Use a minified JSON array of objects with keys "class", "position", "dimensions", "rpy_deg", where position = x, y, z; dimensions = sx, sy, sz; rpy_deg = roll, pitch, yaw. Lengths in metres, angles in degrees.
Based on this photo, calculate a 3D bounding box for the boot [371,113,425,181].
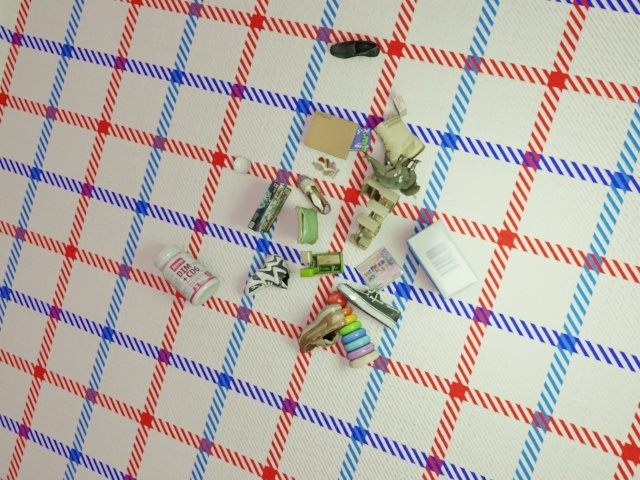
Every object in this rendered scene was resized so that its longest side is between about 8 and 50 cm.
[{"class":"boot","position":[0.282,-0.389,1.808],"dimensions":[0.262,0.095,0.203],"rpy_deg":[-38,82,8]}]

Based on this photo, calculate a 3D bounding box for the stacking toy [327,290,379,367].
[{"class":"stacking toy","position":[0.125,0.368,1.823],"dimensions":[0.141,0.141,0.330],"rpy_deg":[-26,80,11]}]

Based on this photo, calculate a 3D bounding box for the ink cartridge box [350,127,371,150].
[{"class":"ink cartridge box","position":[0.117,-0.445,1.871],"dimensions":[0.207,0.046,0.097],"rpy_deg":[4,92,12]}]

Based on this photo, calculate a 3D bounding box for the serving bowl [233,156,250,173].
[{"class":"serving bowl","position":[-0.362,-0.350,1.987],"dimensions":[0.084,0.027,0.083],"rpy_deg":[0,90,13]}]

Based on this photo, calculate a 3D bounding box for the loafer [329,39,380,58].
[{"class":"loafer","position":[0.147,-0.839,1.851],"dimensions":[0.224,0.078,0.076],"rpy_deg":[6,90,13]}]

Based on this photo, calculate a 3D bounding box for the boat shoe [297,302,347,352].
[{"class":"boat shoe","position":[0.006,0.396,1.792],"dimensions":[0.116,0.123,0.324],"rpy_deg":[56,136,26]}]

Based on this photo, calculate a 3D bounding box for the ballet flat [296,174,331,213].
[{"class":"ballet flat","position":[-0.033,-0.207,1.886],"dimensions":[0.077,0.079,0.221],"rpy_deg":[-38,82,11]}]

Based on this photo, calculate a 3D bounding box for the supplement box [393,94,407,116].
[{"class":"supplement box","position":[0.337,-0.565,1.795],"dimensions":[0.036,0.098,0.062],"rpy_deg":[-26,84,11]}]

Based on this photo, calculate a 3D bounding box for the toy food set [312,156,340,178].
[{"class":"toy food set","position":[0.031,-0.330,1.905],"dimensions":[0.122,0.019,0.078],"rpy_deg":[44,98,17]}]

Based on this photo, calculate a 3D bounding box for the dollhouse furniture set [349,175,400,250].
[{"class":"dollhouse furniture set","position":[0.194,-0.119,1.773],"dimensions":[0.161,0.212,0.242],"rpy_deg":[34,70,9]}]

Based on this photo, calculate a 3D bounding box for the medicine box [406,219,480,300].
[{"class":"medicine box","position":[0.466,0.073,1.663],"dimensions":[0.149,0.289,0.263],"rpy_deg":[-33,83,8]}]

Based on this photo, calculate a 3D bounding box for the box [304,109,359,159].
[{"class":"box","position":[0.046,-0.459,1.851],"dimensions":[0.201,0.021,0.164],"rpy_deg":[21,96,11]}]

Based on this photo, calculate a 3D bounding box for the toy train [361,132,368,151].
[{"class":"toy train","position":[0.190,-0.419,1.823],"dimensions":[0.024,0.017,0.083],"rpy_deg":[7,93,2]}]

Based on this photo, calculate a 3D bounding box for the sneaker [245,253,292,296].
[{"class":"sneaker","position":[-0.223,0.194,1.916],"dimensions":[0.153,0.094,0.235],"rpy_deg":[42,88,18]}]

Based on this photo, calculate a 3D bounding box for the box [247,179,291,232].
[{"class":"box","position":[-0.223,-0.145,1.886],"dimensions":[0.044,0.159,0.233],"rpy_deg":[31,96,13]}]

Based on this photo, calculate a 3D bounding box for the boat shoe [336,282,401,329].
[{"class":"boat shoe","position":[0.209,0.251,1.786],"dimensions":[0.306,0.113,0.104],"rpy_deg":[35,79,-6]}]

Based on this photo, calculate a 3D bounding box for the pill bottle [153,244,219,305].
[{"class":"pill bottle","position":[-0.623,0.157,1.973],"dimensions":[0.283,0.160,0.160],"rpy_deg":[39,98,10]}]

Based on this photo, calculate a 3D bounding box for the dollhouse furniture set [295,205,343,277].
[{"class":"dollhouse furniture set","position":[0.000,0.000,1.815],"dimensions":[0.152,0.197,0.301],"rpy_deg":[-4,89,14]}]

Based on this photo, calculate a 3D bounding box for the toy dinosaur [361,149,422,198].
[{"class":"toy dinosaur","position":[0.306,-0.264,1.703],"dimensions":[0.314,0.121,0.160],"rpy_deg":[11,103,-29]}]

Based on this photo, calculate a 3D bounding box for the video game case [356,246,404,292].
[{"class":"video game case","position":[0.259,0.130,1.848],"dimensions":[0.157,0.019,0.143],"rpy_deg":[-39,81,10]}]
